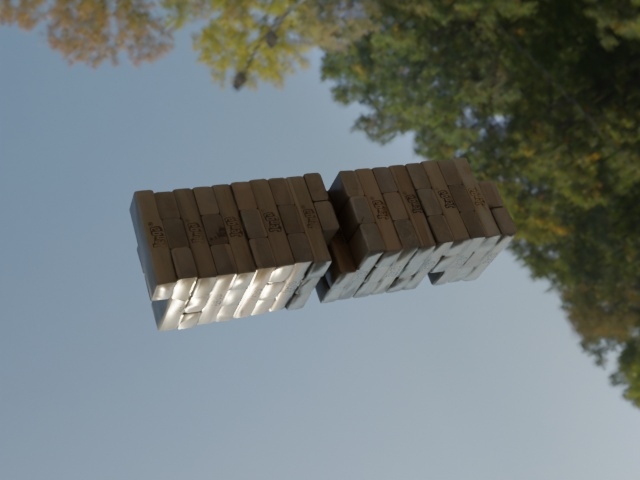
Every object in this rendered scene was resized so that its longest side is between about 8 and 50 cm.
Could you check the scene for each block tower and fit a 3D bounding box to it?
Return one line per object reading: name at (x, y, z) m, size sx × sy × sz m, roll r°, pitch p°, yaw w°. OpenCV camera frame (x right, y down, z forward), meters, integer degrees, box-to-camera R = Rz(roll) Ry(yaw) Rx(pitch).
block tower at (0.000, 0.000, 0.891) m, size 0.336 × 0.097 × 0.091 m, roll -7°, pitch -120°, yaw -25°
